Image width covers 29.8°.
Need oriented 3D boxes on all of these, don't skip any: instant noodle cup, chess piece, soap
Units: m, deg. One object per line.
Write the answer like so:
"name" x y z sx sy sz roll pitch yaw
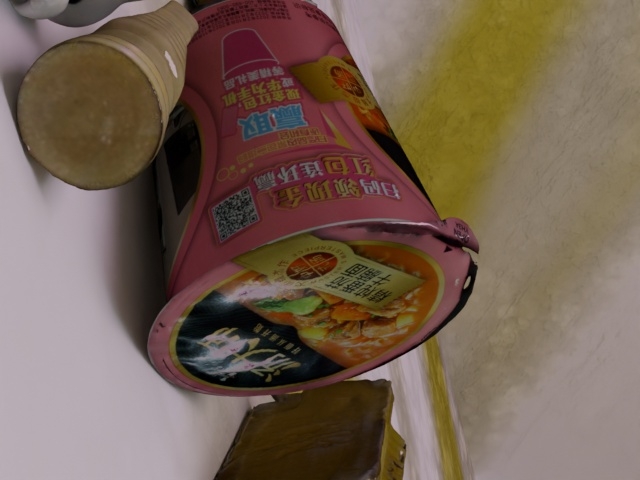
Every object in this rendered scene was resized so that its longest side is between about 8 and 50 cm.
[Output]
"instant noodle cup" -0.033 -0.044 0.908 0.244 0.244 0.255 62 10 -59
"chess piece" -0.126 -0.105 0.786 0.200 0.090 0.090 -77 153 -69
"soap" -0.005 0.188 0.975 0.233 0.135 0.076 -67 144 -73

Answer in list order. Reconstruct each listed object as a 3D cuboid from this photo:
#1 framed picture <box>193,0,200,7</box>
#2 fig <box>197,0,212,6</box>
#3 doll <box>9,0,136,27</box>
"framed picture" -0.104 -0.281 1.324 0.296 0.019 0.232 -91 165 -46
"fig" -0.090 -0.201 1.154 0.088 0.074 0.074 63 7 11
"doll" -0.148 -0.182 0.687 0.181 0.110 0.106 -35 104 -80
